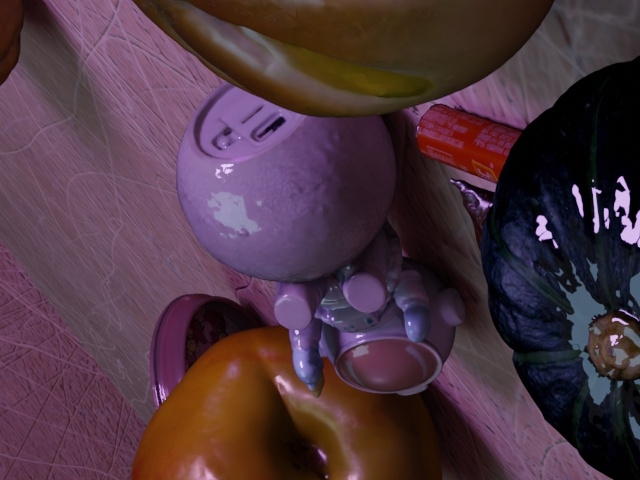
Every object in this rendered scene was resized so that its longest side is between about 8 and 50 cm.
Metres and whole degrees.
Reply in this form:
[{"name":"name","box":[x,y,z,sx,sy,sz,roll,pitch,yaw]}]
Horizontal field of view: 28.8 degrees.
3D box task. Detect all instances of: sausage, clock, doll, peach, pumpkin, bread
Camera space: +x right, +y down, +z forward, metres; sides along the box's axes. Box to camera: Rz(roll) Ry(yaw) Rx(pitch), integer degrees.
[{"name":"sausage","box":[0.105,-0.044,0.680,0.129,0.034,0.034,28,153,48]},{"name":"clock","box":[-0.105,0.172,1.358,0.244,0.056,0.244,46,-149,-39]},{"name":"doll","box":[0.012,0.008,0.859,0.151,0.151,0.287,30,161,45]},{"name":"peach","box":[-0.023,0.229,1.152,0.289,0.289,0.308,45,160,12]},{"name":"pumpkin","box":[0.154,0.016,0.504,0.194,0.150,0.194,31,151,20]},{"name":"bread","box":[-0.042,-0.190,0.515,0.333,0.160,0.333,44,162,18]}]

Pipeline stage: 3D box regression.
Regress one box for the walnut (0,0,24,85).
[{"name":"walnut","box":[-0.417,-0.214,1.195,0.224,0.257,0.257,46,162,12]}]

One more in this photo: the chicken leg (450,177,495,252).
[{"name":"chicken leg","box":[0.159,0.057,0.710,0.105,0.063,0.234,-6,126,45]}]
